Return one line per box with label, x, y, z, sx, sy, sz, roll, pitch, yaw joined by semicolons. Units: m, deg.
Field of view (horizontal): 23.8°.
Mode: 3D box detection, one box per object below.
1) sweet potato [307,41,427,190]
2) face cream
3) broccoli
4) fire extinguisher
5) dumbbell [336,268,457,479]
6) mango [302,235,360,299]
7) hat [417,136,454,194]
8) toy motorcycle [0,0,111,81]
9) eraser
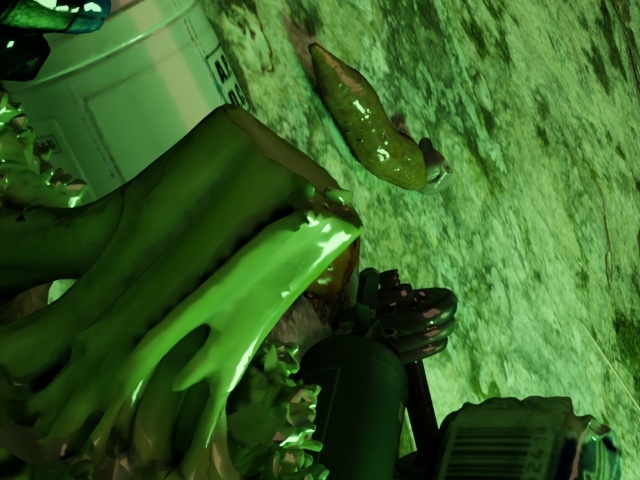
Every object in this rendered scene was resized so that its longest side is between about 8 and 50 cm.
sweet potato;0.046;-0.111;1.480;0.218;0.051;0.065;48;39;-40
face cream;-0.141;-0.123;1.007;0.369;0.145;0.145;65;27;-18
broccoli;-0.109;0.068;0.802;0.375;0.302;0.249;54;-2;25
fire extinguisher;0.015;0.161;1.195;0.311;0.095;0.114;-75;168;-48
dumbbell;0.089;0.149;1.363;0.110;0.110;0.254;-33;111;-63
mango;0.000;0.000;1.309;0.077;0.063;0.127;52;33;-24
hat;0.110;-0.073;1.608;0.058;0.042;0.087;67;-8;-19
toy motorcycle;-0.254;-0.170;0.785;0.331;0.125;0.196;7;40;-47
eraser;0.141;0.291;1.221;0.101;0.155;0.332;39;57;-38
